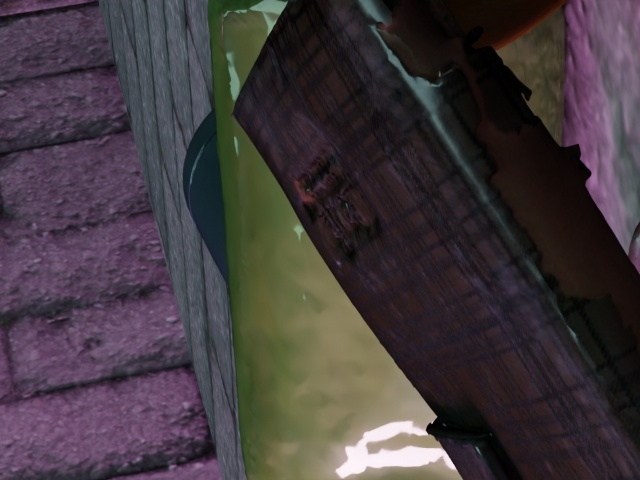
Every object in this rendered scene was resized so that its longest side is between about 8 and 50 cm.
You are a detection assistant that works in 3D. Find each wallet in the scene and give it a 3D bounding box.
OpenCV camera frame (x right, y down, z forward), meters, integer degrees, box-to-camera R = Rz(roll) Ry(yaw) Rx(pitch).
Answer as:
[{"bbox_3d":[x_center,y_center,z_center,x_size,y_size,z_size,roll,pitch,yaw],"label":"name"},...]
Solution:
[{"bbox_3d":[0.078,0.066,0.537,0.317,0.044,0.169,56,166,2],"label":"wallet"}]

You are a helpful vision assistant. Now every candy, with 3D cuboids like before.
[{"bbox_3d":[0.036,0.036,0.801,0.132,0.142,0.344,38,139,57],"label":"candy"}]

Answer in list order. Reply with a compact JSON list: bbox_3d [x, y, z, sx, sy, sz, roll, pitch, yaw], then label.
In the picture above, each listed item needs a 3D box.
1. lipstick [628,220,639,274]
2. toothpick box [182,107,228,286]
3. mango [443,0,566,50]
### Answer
[{"bbox_3d":[0.113,0.036,0.686,0.025,0.025,0.107,-113,22,-53],"label":"lipstick"},{"bbox_3d":[0.000,0.000,1.034,0.184,0.120,0.120,-117,19,-53],"label":"toothpick box"},{"bbox_3d":[0.051,-0.113,0.569,0.099,0.136,0.227,46,179,-9],"label":"mango"}]
